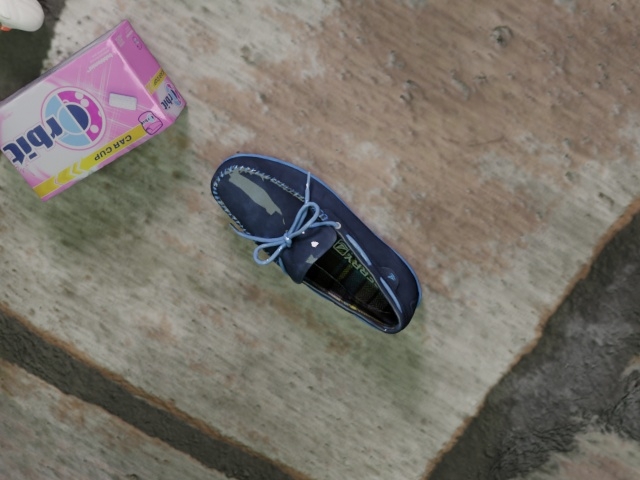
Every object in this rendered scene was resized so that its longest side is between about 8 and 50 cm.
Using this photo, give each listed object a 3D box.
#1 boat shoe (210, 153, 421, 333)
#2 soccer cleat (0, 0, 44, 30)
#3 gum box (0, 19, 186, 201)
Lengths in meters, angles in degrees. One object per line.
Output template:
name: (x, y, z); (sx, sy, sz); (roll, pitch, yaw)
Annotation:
boat shoe: (0.000, 0.000, 1.365); (0.258, 0.089, 0.109); (30, 118, -6)
soccer cleat: (-0.348, -0.283, 1.296); (0.196, 0.068, 0.076); (38, 114, -7)
gum box: (-0.248, -0.129, 1.357); (0.188, 0.062, 0.107); (-28, 109, 22)
